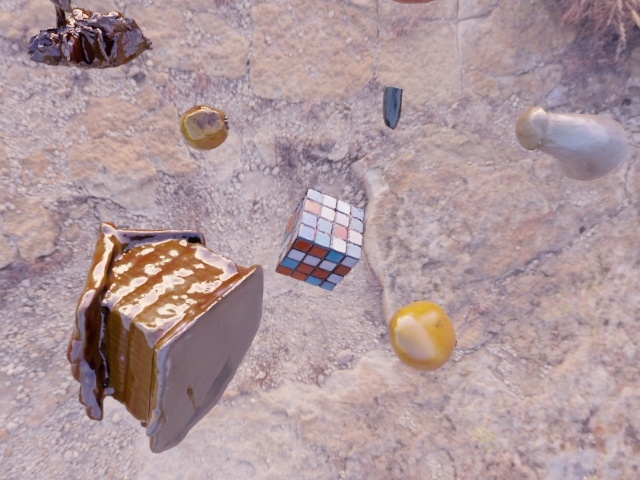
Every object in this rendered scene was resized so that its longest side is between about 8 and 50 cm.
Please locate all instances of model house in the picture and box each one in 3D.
[{"bbox_3d":[-0.221,0.106,0.581,0.229,0.220,0.199,28,124,24],"label":"model house"}]

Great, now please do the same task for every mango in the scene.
[{"bbox_3d":[0.263,0.256,1.160,0.257,0.138,0.187,5,90,-53],"label":"mango"}]

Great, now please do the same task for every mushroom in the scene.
[{"bbox_3d":[0.417,-0.161,0.707,0.270,0.118,0.103,6,91,-45],"label":"mushroom"}]

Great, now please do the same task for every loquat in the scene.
[{"bbox_3d":[-0.320,-0.314,1.216,0.137,0.137,0.113,-24,48,-9],"label":"loquat"}]

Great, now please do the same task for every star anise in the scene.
[{"bbox_3d":[-0.468,-0.414,0.866,0.238,0.346,0.148,-9,102,-13],"label":"star anise"}]

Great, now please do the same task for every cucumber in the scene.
[{"bbox_3d":[0.173,-0.322,1.065,0.048,0.048,0.105,-3,113,-8],"label":"cucumber"}]

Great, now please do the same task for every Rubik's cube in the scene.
[{"bbox_3d":[0.000,0.000,1.014,0.151,0.155,0.154,20,51,-13],"label":"Rubik's cube"}]

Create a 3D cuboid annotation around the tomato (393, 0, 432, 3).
[{"bbox_3d":[0.254,-0.711,1.108,0.232,0.232,0.188,-13,79,-9],"label":"tomato"}]
